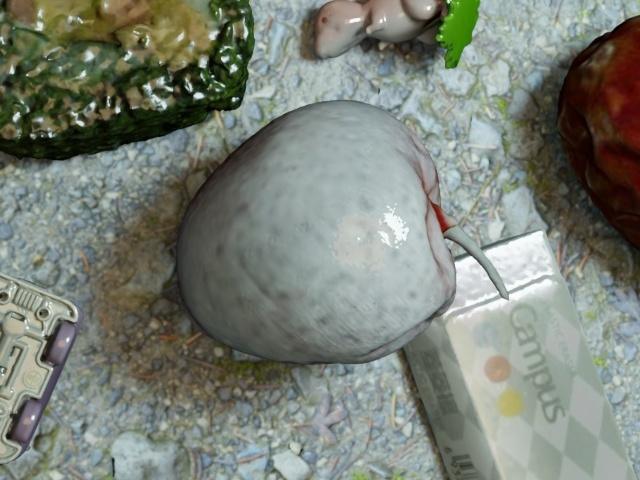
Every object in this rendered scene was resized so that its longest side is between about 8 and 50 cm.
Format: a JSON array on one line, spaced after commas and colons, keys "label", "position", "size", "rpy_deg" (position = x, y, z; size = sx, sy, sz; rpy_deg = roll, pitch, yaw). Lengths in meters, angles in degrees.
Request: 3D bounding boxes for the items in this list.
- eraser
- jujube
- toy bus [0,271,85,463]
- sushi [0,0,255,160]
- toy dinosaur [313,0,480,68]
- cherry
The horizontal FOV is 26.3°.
[{"label": "eraser", "position": [0.243, 0.205, 1.712], "size": [0.213, 0.082, 0.397], "rpy_deg": [-21, 92, -13]}, {"label": "jujube", "position": [0.466, -0.104, 1.691], "size": [0.377, 0.276, 0.276], "rpy_deg": [45, 79, -8]}, {"label": "toy bus", "position": [-0.364, 0.144, 1.551], "size": [0.142, 0.142, 0.202], "rpy_deg": [25, 82, -10]}, {"label": "sushi", "position": [-0.262, -0.254, 1.576], "size": [0.352, 0.178, 0.294], "rpy_deg": [-13, 88, -9]}, {"label": "toy dinosaur", "position": [0.100, -0.287, 1.704], "size": [0.177, 0.152, 0.194], "rpy_deg": [24, 89, 19]}, {"label": "cherry", "position": [0.003, 0.008, 1.553], "size": [0.335, 0.326, 0.291], "rpy_deg": [-32, 129, -10]}]
